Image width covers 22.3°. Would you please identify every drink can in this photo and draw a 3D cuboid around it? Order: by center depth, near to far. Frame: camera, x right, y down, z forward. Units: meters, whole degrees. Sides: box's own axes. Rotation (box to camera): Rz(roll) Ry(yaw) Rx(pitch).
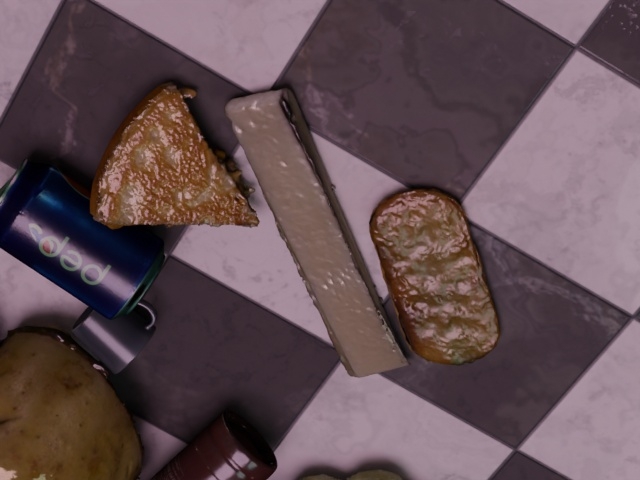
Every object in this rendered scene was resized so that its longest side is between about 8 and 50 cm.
[{"bbox_3d":[-0.289,-0.002,1.905,0.205,0.118,0.118,34,122,-12],"label":"drink can"}]

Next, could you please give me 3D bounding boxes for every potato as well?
[{"bbox_3d":[-0.357,0.269,2.021,0.242,0.242,0.285,7,134,7],"label":"potato"}]

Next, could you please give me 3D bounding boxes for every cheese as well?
[{"bbox_3d":[-0.001,-0.001,1.901,0.085,0.034,0.400,-13,118,23],"label":"cheese"}]

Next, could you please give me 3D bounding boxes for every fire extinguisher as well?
[{"bbox_3d":[-0.207,0.363,2.085,0.344,0.138,0.102,-43,90,10],"label":"fire extinguisher"}]

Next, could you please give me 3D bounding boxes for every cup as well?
[{"bbox_3d":[-0.248,0.103,1.991,0.077,0.078,0.100,43,112,-11],"label":"cup"}]

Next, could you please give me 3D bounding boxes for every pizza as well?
[{"bbox_3d":[-0.155,-0.071,1.865,0.199,0.062,0.188,32,99,-20],"label":"pizza"}]

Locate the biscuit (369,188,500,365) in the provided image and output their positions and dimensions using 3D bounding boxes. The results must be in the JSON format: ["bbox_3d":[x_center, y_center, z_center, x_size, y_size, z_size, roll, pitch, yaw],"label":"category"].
[{"bbox_3d":[0.135,0.045,1.905,0.118,0.029,0.247,-13,119,11],"label":"biscuit"}]

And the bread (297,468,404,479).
[{"bbox_3d":[0.069,0.376,2.110,0.286,0.056,0.207,15,127,2],"label":"bread"}]
